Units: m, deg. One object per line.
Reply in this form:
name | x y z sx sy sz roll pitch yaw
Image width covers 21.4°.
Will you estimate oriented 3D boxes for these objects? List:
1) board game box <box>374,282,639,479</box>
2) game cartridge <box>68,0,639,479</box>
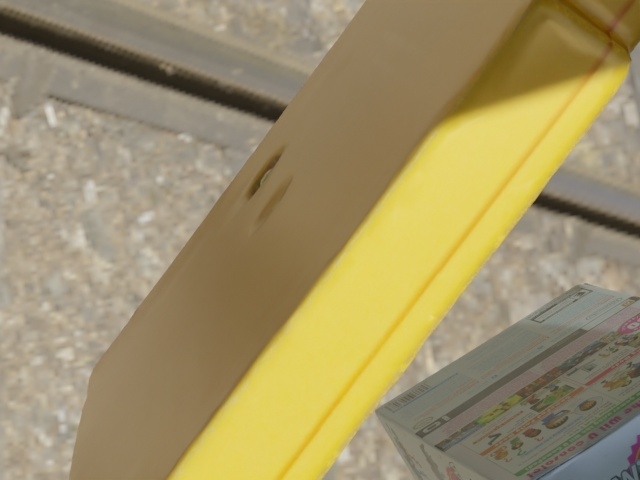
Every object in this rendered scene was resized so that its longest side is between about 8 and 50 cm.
board game box | 0.200 0.140 1.316 0.224 0.303 0.097 -31 102 -11
game cartridge | 0.000 0.000 0.662 0.053 0.285 0.323 36 7 -12
